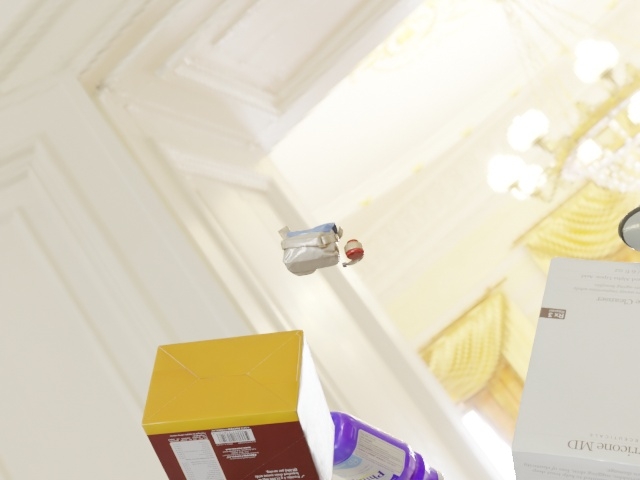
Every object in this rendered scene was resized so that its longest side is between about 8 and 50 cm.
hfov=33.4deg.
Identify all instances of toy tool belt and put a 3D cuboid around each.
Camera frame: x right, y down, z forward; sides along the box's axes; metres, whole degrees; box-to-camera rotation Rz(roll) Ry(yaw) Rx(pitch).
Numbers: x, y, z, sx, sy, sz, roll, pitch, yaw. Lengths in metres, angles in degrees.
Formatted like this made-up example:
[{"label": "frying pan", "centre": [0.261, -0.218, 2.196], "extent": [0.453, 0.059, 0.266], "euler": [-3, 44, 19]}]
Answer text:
[{"label": "toy tool belt", "centre": [0.000, 0.000, 1.077], "extent": [0.083, 0.051, 0.052], "euler": [-12, -29, 4]}]

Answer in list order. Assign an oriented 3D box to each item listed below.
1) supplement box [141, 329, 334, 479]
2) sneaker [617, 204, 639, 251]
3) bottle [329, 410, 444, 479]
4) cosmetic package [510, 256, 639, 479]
[{"label": "supplement box", "centre": [-0.095, 0.233, 1.337], "extent": [0.191, 0.129, 0.194], "euler": [-7, -49, 10]}, {"label": "sneaker", "centre": [0.544, -0.002, 1.564], "extent": [0.108, 0.100, 0.271], "euler": [-24, 21, -30]}, {"label": "bottle", "centre": [0.101, 0.389, 1.873], "extent": [0.282, 0.092, 0.118], "euler": [32, -38, -32]}, {"label": "cosmetic package", "centre": [0.418, 0.212, 1.561], "extent": [0.385, 0.217, 0.156], "euler": [-68, -28, -44]}]
